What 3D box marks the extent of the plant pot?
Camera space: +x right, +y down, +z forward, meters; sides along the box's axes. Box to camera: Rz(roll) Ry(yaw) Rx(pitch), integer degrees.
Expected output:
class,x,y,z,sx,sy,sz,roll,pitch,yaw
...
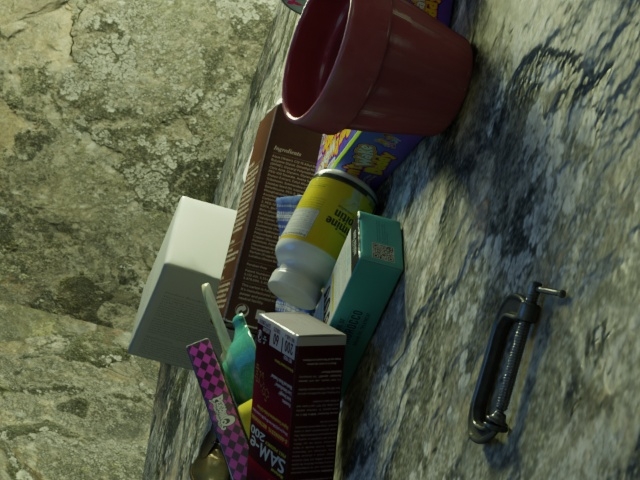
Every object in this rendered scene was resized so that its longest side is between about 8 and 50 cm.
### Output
class,x,y,z,sx,sy,sz,roll,pitch,yaw
plant pot,0.073,-0.211,1.599,0.201,0.180,0.201,-49,32,47

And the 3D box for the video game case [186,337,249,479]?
class,x,y,z,sx,sy,sz,roll,pitch,yaw
video game case,-0.129,0.288,1.959,0.210,0.041,0.232,81,168,-61

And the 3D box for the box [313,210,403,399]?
class,x,y,z,sx,sy,sz,roll,pitch,yaw
box,0.038,0.088,1.745,0.100,0.060,0.244,-89,17,-51

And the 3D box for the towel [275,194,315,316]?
class,x,y,z,sx,sy,sz,roll,pitch,yaw
towel,-0.044,0.098,2.029,0.243,0.040,0.336,-171,82,-79

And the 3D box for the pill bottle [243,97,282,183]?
class,x,y,z,sx,sy,sz,roll,pitch,yaw
pill bottle,-0.076,-0.181,2.602,0.108,0.108,0.193,-87,16,-49

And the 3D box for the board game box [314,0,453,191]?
class,x,y,z,sx,sy,sz,roll,pitch,yaw
board game box,0.084,-0.209,1.877,0.347,0.078,0.233,131,152,-67

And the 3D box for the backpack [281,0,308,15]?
class,x,y,z,sx,sy,sz,roll,pitch,yaw
backpack,0.034,-0.417,1.957,0.253,0.225,0.191,-16,55,58

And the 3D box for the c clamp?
class,x,y,z,sx,sy,sz,roll,pitch,yaw
c clamp,0.162,0.107,1.171,0.137,0.022,0.161,-139,65,-78

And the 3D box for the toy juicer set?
class,x,y,z,sx,sy,sz,roll,pitch,yaw
toy juicer set,-0.084,0.220,1.962,0.329,0.089,0.209,-118,9,-53

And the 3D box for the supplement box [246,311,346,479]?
class,x,y,z,sx,sy,sz,roll,pitch,yaw
supplement box,-0.034,0.222,1.705,0.130,0.073,0.240,-158,70,-63

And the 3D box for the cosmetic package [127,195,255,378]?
class,x,y,z,sx,sy,sz,roll,pitch,yaw
cosmetic package,-0.231,0.106,2.687,0.453,0.230,0.162,124,159,-59

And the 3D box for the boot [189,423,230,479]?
class,x,y,z,sx,sy,sz,roll,pitch,yaw
boot,-0.194,0.392,2.493,0.219,0.082,0.106,-104,28,-73

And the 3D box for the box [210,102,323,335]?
class,x,y,z,sx,sy,sz,roll,pitch,yaw
box,-0.073,-0.027,2.295,0.191,0.143,0.382,159,123,-78

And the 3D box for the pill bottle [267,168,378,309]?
class,x,y,z,sx,sy,sz,roll,pitch,yaw
pill bottle,0.000,0.000,1.849,0.184,0.103,0.103,-63,5,-21
